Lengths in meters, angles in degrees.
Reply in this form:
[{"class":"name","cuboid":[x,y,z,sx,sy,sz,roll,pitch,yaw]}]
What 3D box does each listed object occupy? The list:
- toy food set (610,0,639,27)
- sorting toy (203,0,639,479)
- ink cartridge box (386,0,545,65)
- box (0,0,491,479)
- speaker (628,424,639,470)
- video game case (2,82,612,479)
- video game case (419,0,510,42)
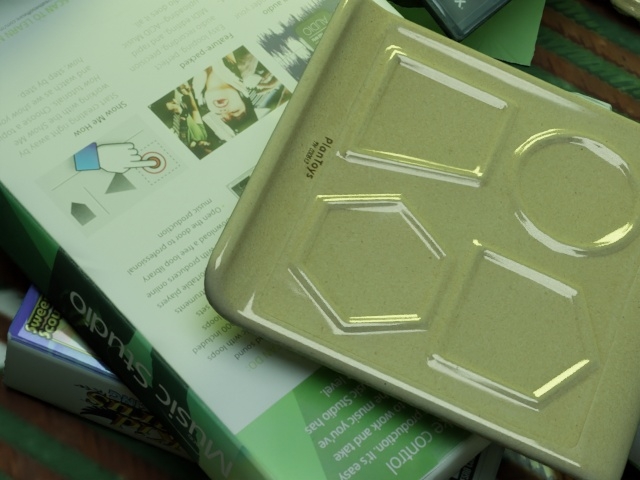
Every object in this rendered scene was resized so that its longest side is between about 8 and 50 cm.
[{"class":"toy food set","cuboid":[0.201,-0.163,1.133,0.082,0.020,0.083,-38,74,-27]},{"class":"sorting toy","cuboid":[0.069,-0.001,0.869,0.208,0.038,0.193,27,58,-3]},{"class":"ink cartridge box","cuboid":[0.072,-0.235,1.065,0.171,0.056,0.235,13,87,-4]},{"class":"box","cuboid":[-0.023,-0.021,0.911,0.232,0.058,0.322,-36,72,-28]},{"class":"speaker","cuboid":[0.268,0.142,0.908,0.131,0.131,0.296,-34,72,-27]},{"class":"video game case","cuboid":[0.000,0.000,0.971,0.244,0.061,0.270,23,58,0]},{"class":"video game case","cuboid":[0.120,-0.270,1.028,0.274,0.026,0.196,-39,93,-3]}]
